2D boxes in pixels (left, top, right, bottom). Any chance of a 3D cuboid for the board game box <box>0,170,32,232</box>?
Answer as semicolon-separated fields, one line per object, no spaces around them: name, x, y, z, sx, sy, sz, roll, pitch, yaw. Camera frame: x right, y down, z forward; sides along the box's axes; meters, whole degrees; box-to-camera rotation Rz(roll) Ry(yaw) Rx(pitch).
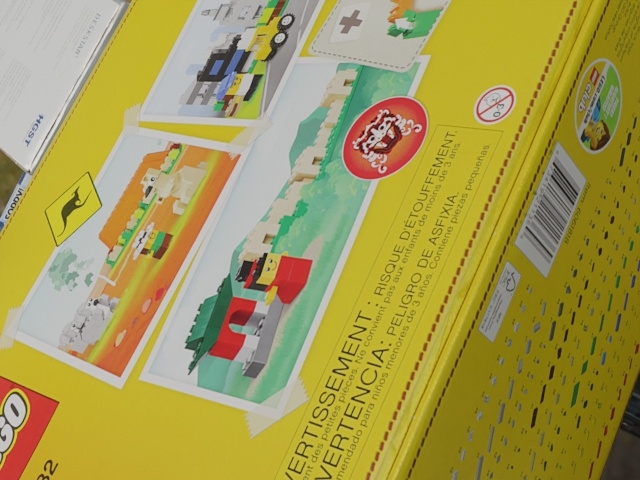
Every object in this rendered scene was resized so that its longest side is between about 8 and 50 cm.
board game box;-0.308;-0.069;1.371;0.035;0.136;0.201;130;162;-73

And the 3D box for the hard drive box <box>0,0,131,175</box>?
hard drive box;-0.266;-0.176;1.057;0.232;0.089;0.181;36;98;39

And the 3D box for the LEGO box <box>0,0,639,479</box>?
LEGO box;0.000;0.000;0.664;0.373;0.193;0.500;12;70;42

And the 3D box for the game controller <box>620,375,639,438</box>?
game controller;0.378;0.136;1.061;0.166;0.319;0.067;-62;-2;-30
